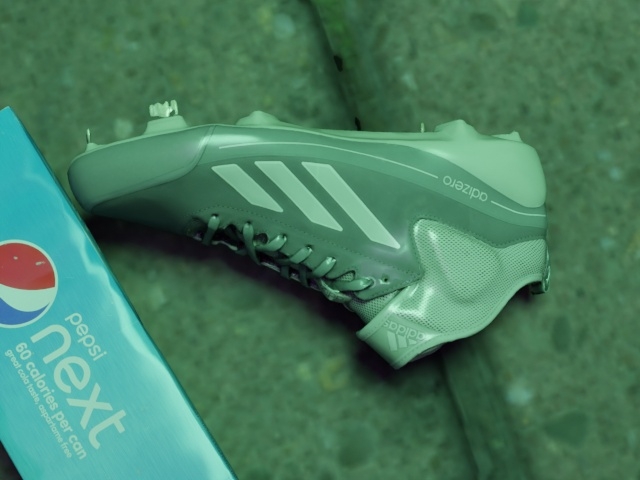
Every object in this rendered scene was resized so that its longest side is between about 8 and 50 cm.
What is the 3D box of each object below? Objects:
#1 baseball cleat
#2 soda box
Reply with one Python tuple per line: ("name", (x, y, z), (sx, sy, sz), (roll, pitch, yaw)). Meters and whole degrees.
("baseball cleat", (0.000, 0.000, 0.537), (0.205, 0.072, 0.110), (-2, 78, -9))
("soda box", (-0.101, 0.056, 0.531), (0.071, 0.067, 0.210), (-31, 81, -9))
